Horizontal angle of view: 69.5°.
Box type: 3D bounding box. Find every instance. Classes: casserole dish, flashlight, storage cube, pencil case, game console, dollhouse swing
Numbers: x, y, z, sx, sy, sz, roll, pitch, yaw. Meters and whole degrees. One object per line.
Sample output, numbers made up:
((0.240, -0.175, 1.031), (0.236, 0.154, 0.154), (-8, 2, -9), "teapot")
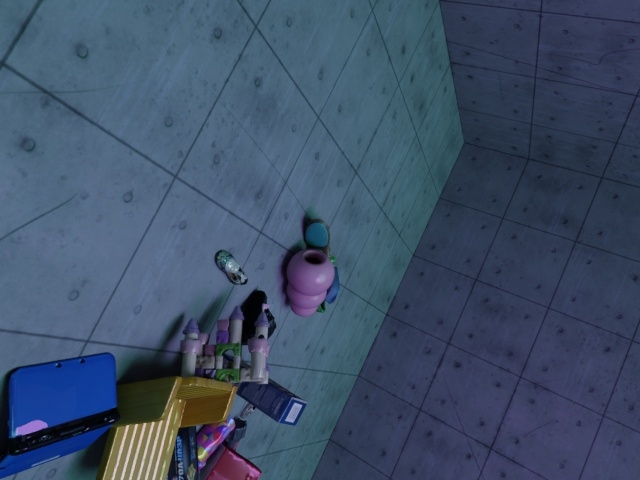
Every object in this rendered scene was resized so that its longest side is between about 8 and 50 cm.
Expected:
((0.043, 0.197, 2.081), (0.189, 0.036, 0.114), (-96, -150, -48), "casserole dish")
((-0.389, 0.941, 2.056), (0.103, 0.103, 0.304), (-68, 173, -78), "flashlight")
((-0.389, 0.952, 1.877), (0.193, 0.215, 0.184), (42, 66, -15), "storage cube")
((-0.442, 0.799, 1.849), (0.236, 0.104, 0.105), (-49, 148, -34), "pencil case")
((-0.696, 0.450, 1.201), (0.250, 0.173, 0.293), (-41, 159, 18), "game console")
((-0.462, 0.609, 1.431), (0.347, 0.314, 0.305), (48, 33, -60), "dollhouse swing")

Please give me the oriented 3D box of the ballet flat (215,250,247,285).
((-0.302, 0.101, 1.617), (0.070, 0.070, 0.188), (-57, 151, -20), "ballet flat")

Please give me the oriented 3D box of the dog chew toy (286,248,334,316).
((-0.055, 0.200, 2.010), (0.206, 0.206, 0.332), (-37, 148, -45), "dog chew toy")

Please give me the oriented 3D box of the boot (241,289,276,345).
((-0.248, 0.349, 1.821), (0.207, 0.094, 0.247), (79, 19, -45), "boot")

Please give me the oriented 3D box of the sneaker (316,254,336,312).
((0.028, 0.213, 2.240), (0.109, 0.123, 0.296), (0, 109, -61), "sneaker")

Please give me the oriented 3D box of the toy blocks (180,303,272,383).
((-0.310, 0.353, 1.590), (0.309, 0.288, 0.260), (88, 1, -68), "toy blocks")

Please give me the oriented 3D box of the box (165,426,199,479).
((-0.517, 0.789, 1.655), (0.175, 0.051, 0.221), (9, 74, -62), "box")

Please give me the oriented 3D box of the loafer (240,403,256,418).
((-0.314, 0.770, 2.124), (0.125, 0.039, 0.045), (-47, 147, -35), "loafer")

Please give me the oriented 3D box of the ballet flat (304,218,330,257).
((0.000, 0.000, 2.065), (0.343, 0.116, 0.124), (83, 19, -45), "ballet flat")

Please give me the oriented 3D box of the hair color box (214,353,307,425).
((-0.238, 0.571, 1.774), (0.105, 0.347, 0.174), (-60, 152, -14), "hair color box")
